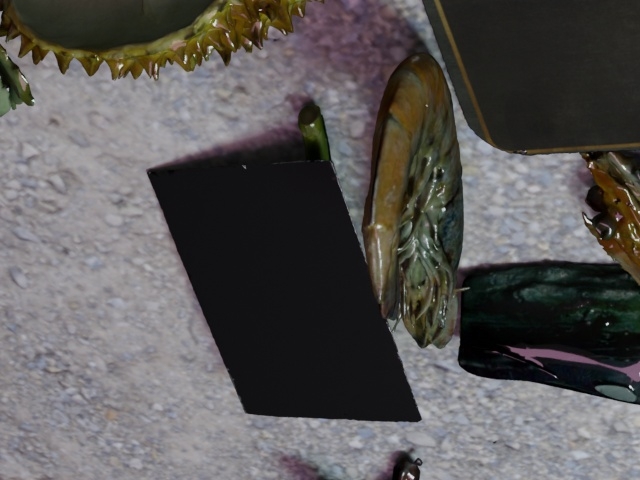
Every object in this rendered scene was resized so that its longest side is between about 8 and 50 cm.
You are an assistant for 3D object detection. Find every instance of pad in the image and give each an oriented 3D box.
[{"bbox_3d":[-0.026,0.044,1.101,0.163,0.004,0.243,-1,124,29],"label":"pad"},{"bbox_3d":[0.219,-0.149,0.823,0.375,0.063,0.315,-3,134,27],"label":"pad"}]

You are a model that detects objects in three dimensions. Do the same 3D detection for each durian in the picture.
[{"bbox_3d":[-0.086,-0.173,0.907,0.252,0.144,0.139,-7,96,24],"label":"durian"}]

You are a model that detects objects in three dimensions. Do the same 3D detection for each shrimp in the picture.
[{"bbox_3d":[0.062,0.011,0.997,0.058,0.169,0.296,10,137,17],"label":"shrimp"},{"bbox_3d":[0.298,0.008,1.042,0.294,0.062,0.154,30,119,-23],"label":"shrimp"}]

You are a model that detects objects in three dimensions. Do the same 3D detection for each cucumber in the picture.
[{"bbox_3d":[0.201,0.081,1.115,0.192,0.086,0.115,8,137,10],"label":"cucumber"}]

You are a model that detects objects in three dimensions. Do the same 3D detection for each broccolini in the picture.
[{"bbox_3d":[0.000,0.000,1.084,0.051,0.054,0.239,14,134,15],"label":"broccolini"}]

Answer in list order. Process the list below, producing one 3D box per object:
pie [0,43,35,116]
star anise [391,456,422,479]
[{"bbox_3d":[-0.271,-0.194,0.787,0.296,0.078,0.371,48,166,4],"label":"pie"},{"bbox_3d":[0.065,0.306,1.346,0.271,0.102,0.272,-1,110,-3],"label":"star anise"}]
